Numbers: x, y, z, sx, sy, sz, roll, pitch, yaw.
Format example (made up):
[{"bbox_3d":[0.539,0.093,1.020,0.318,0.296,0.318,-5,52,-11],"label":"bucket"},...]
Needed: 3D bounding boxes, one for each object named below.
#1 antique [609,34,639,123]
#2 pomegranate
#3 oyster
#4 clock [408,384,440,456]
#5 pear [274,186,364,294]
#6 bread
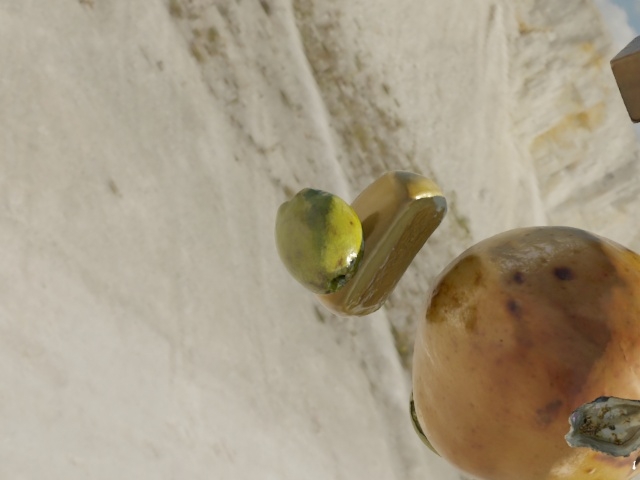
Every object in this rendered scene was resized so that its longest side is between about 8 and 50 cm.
[{"bbox_3d":[0.501,-0.259,1.517,0.310,0.087,0.093,-38,107,-55],"label":"antique"},{"bbox_3d":[0.292,0.144,1.425,0.410,0.410,0.410,60,7,-12],"label":"pomegranate"},{"bbox_3d":[0.264,0.165,0.943,0.034,0.093,0.051,-45,137,-85],"label":"oyster"},{"bbox_3d":[0.276,0.292,1.907,0.057,0.237,0.237,91,-21,-54],"label":"clock"},{"bbox_3d":[0.000,0.000,1.268,0.131,0.107,0.107,58,5,18],"label":"pear"},{"bbox_3d":[0.069,0.000,1.396,0.098,0.217,0.147,38,8,24],"label":"bread"}]
